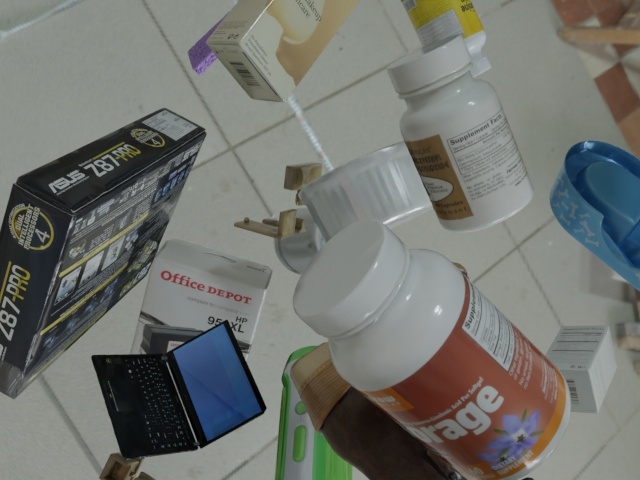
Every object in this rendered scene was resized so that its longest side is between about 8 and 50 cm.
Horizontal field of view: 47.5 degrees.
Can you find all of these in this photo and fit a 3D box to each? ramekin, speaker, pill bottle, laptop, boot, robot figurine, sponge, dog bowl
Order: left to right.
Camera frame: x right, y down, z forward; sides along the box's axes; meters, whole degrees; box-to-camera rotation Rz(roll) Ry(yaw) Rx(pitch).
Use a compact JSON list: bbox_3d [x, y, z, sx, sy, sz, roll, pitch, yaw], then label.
[{"bbox_3d":[-0.282,0.287,1.450,0.264,0.136,0.234,8,42,-44],"label":"laptop"},{"bbox_3d":[-0.281,-0.562,2.021,0.210,0.117,0.031,-40,131,14],"label":"sponge"},{"bbox_3d":[-0.008,0.318,1.122,0.131,0.131,0.297,21,49,-22],"label":"speaker"},{"bbox_3d":[0.000,0.000,2.075,0.199,0.353,0.300,16,78,-35],"label":"robot figurine"},{"bbox_3d":[0.107,-0.086,1.455,0.277,0.277,0.135,-22,86,-29],"label":"ramekin"},{"bbox_3d":[0.115,0.152,0.761,0.248,0.090,0.207,-33,61,-19],"label":"boot"},{"bbox_3d":[0.085,0.085,0.562,0.216,0.121,0.121,42,64,-22],"label":"pill bottle"},{"bbox_3d":[0.212,-0.354,1.207,0.103,0.103,0.184,-31,98,-28],"label":"pill bottle"},{"bbox_3d":[0.176,-0.137,0.938,0.131,0.131,0.229,-34,108,-28],"label":"pill bottle"},{"bbox_3d":[0.453,-0.016,1.025,0.297,0.074,0.166,42,50,13],"label":"dog bowl"}]

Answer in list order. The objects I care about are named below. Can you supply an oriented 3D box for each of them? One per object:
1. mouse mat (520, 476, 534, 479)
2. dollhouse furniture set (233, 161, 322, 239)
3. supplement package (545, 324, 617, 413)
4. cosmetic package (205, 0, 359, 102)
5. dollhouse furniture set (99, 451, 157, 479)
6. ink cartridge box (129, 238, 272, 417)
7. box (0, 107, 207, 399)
[{"bbox_3d":[0.121,0.260,0.530,0.152,0.007,0.190,-42,131,-9],"label":"mouse mat"},{"bbox_3d":[-0.091,-0.099,1.589,0.144,0.123,0.151,-19,119,-59],"label":"dollhouse furniture set"},{"bbox_3d":[0.540,0.265,1.518,0.179,0.105,0.105,-37,114,-48],"label":"supplement package"},{"bbox_3d":[-0.022,-0.160,0.516,0.115,0.041,0.060,-57,133,-15],"label":"cosmetic package"},{"bbox_3d":[-0.336,0.664,1.568,0.355,0.174,0.303,24,88,19],"label":"dollhouse furniture set"},{"bbox_3d":[-0.310,0.230,1.825,0.285,0.166,0.395,16,106,-3],"label":"ink cartridge box"},{"bbox_3d":[-0.330,-0.002,1.072,0.097,0.318,0.395,28,28,3],"label":"box"}]
